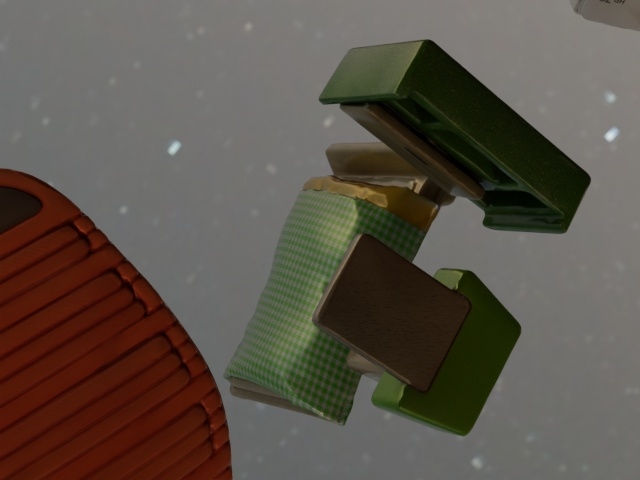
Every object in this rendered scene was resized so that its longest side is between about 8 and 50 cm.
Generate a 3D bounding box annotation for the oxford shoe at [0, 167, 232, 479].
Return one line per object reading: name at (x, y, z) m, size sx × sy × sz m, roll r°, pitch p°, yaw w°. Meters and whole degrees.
oxford shoe at (-0.099, 0.128, 0.843) m, size 0.364 × 0.130 × 0.133 m, roll 67°, pitch 167°, yaw -18°

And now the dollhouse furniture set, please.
dollhouse furniture set at (0.000, 0.000, 1.168) m, size 0.151 × 0.301 × 0.197 m, roll 35°, pitch -104°, yaw -25°

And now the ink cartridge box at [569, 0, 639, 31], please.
ink cartridge box at (0.243, -0.244, 1.336) m, size 0.139 × 0.082 × 0.191 m, roll 10°, pitch -137°, yaw -21°
